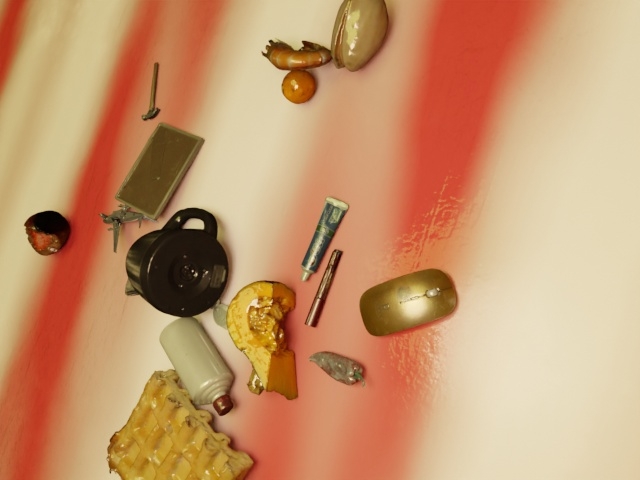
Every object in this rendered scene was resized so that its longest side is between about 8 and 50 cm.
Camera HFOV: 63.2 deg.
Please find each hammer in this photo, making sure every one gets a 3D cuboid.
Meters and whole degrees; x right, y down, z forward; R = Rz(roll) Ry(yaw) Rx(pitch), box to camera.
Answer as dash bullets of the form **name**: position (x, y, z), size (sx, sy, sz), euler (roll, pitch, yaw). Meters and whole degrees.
- **hammer**: position (-0.495, -0.446, 1.546), size (0.062, 0.017, 0.182), euler (-4, 76, 29)

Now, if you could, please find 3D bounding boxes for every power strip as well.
- **power strip**: position (-0.237, 0.175, 1.258), size (0.055, 0.035, 0.083), euler (-45, 74, 14)

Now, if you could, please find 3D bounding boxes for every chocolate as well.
- **chocolate**: position (-0.840, -0.019, 1.590), size (0.133, 0.127, 0.124), euler (-35, 77, 33)

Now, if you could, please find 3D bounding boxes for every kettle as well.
- **kettle**: position (-0.378, 0.040, 1.269), size (0.271, 0.207, 0.251), euler (8, 95, 48)

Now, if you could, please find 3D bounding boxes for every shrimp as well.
- **shrimp**: position (-0.066, -0.449, 1.249), size (0.248, 0.150, 0.068), euler (37, 136, 45)

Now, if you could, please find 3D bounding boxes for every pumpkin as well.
- **pumpkin**: position (-0.126, 0.217, 1.126), size (0.125, 0.131, 0.248), euler (-8, 70, 20)

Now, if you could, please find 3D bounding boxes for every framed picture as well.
- **framed picture**: position (-0.448, -0.196, 1.433), size (0.188, 0.023, 0.260), euler (23, 80, 32)

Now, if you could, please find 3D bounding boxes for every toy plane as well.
- **toy plane**: position (-0.556, -0.065, 1.474), size (0.226, 0.058, 0.226), euler (2, 65, 30)

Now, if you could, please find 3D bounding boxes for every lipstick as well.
- **lipstick**: position (0.007, 0.102, 1.131), size (0.027, 0.027, 0.177), euler (19, 88, 32)

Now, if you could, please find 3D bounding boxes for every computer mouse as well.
- **computer mouse**: position (0.165, 0.124, 1.024), size (0.198, 0.044, 0.102), euler (-21, 72, 25)

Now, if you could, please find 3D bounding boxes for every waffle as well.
- **waffle**: position (-0.340, 0.511, 1.198), size (0.348, 0.077, 0.304), euler (39, 107, 30)

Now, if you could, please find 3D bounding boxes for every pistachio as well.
- **pistachio**: position (0.083, -0.468, 1.155), size (0.124, 0.124, 0.185), euler (22, 93, 32)

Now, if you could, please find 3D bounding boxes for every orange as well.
- **orange**: position (-0.052, -0.365, 1.236), size (0.083, 0.083, 0.084), euler (-7, 76, 29)

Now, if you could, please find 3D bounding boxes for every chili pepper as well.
- **chili pepper**: position (0.038, 0.262, 1.070), size (0.153, 0.041, 0.050), euler (10, 64, 47)

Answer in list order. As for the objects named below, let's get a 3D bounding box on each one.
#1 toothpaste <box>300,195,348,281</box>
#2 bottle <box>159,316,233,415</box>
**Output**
- **toothpaste**: position (0.000, 0.000, 1.154), size (0.057, 0.035, 0.197), euler (24, 90, 16)
- **bottle**: position (-0.277, 0.296, 1.208), size (0.104, 0.104, 0.245), euler (-49, 60, 12)
